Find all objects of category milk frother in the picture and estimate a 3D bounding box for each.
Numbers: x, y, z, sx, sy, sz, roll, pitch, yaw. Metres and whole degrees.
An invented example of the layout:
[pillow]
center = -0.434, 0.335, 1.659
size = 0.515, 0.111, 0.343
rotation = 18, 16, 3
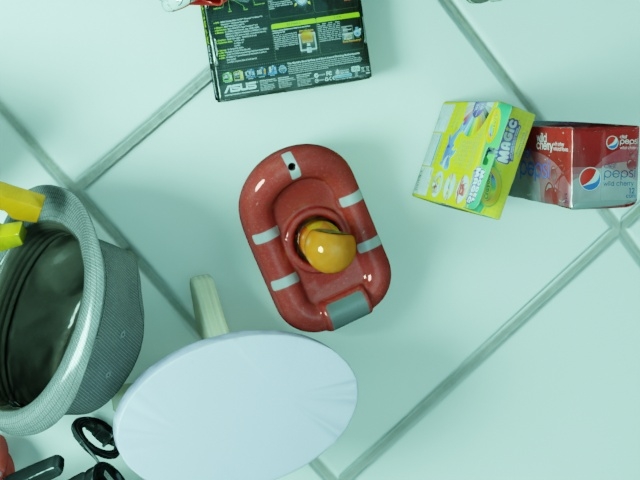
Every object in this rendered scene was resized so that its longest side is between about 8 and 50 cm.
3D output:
[milk frother]
center = -0.295, 0.292, 1.383
size = 0.134, 0.143, 0.129
rotation = -28, 100, 13

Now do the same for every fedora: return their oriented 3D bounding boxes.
[fedora]
center = -0.279, 0.086, 1.326
size = 0.124, 0.243, 0.276
rotation = 17, 83, -45

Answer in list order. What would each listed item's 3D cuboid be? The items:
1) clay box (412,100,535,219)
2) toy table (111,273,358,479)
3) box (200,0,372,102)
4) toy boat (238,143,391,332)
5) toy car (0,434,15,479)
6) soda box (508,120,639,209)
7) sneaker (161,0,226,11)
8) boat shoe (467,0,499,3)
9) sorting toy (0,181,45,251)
[clay box]
center = 0.180, -0.096, 1.390
size = 0.053, 0.222, 0.127
rotation = 18, 93, -15
[toy table]
center = -0.111, 0.176, 1.376
size = 0.274, 0.161, 0.252
rotation = 1, 99, -19
[box]
center = -0.045, -0.268, 1.408
size = 0.190, 0.045, 0.184
rotation = -11, 97, -11
[toy boat]
center = 0.000, 0.000, 1.394
size = 0.151, 0.151, 0.231
rotation = -25, 102, -10
[toy car]
center = -0.427, 0.217, 1.280
size = 0.053, 0.225, 0.239
rotation = -32, 103, 16
[soda box]
center = 0.273, -0.094, 1.391
size = 0.083, 0.263, 0.092
rotation = -2, 98, -15
[sneaker]
center = -0.102, -0.352, 1.330
size = 0.270, 0.090, 0.145
rotation = -38, 110, -36
[boat shoe]
center = 0.124, -0.410, 1.408
size = 0.305, 0.091, 0.109
rotation = 57, 40, -17
[sorting toy]
center = -0.458, -0.058, 1.268
size = 0.307, 0.229, 0.041
rotation = 18, 53, -15
